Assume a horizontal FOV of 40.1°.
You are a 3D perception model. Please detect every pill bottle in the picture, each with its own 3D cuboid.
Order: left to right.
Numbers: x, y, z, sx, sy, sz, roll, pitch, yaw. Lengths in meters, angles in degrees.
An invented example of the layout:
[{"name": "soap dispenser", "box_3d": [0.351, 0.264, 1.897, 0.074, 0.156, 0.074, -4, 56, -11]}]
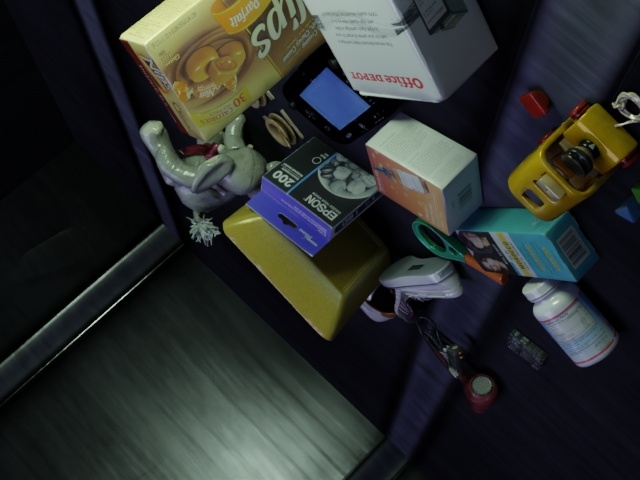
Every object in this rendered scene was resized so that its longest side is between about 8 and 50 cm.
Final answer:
[{"name": "pill bottle", "box_3d": [0.409, 0.124, 1.445, 0.160, 0.087, 0.087, 49, 163, -5]}]

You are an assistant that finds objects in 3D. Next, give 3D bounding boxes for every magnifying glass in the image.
[{"name": "magnifying glass", "box_3d": [0.263, 0.021, 1.677, 0.231, 0.026, 0.092, 32, 158, 39]}]

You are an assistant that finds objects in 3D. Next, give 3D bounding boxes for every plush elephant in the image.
[{"name": "plush elephant", "box_3d": [-0.236, -0.182, 2.099, 0.272, 0.255, 0.330, 7, -117, -51]}]

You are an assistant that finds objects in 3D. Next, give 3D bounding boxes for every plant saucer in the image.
[{"name": "plant saucer", "box_3d": [0.000, 0.000, 1.892, 0.333, 0.333, 0.081, 47, 128, -1]}]

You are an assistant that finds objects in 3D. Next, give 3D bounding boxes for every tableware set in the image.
[{"name": "tableware set", "box_3d": [-0.125, -0.278, 1.913, 0.194, 0.039, 0.128, 51, 163, -15]}]

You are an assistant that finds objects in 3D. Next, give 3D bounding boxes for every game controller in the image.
[{"name": "game controller", "box_3d": [0.031, -0.254, 1.538, 0.166, 0.067, 0.319, 49, 164, -6]}]

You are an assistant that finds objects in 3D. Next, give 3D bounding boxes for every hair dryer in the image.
[{"name": "hair dryer", "box_3d": [0.347, 0.311, 2.106, 0.293, 0.080, 0.223, 61, 175, -24]}]

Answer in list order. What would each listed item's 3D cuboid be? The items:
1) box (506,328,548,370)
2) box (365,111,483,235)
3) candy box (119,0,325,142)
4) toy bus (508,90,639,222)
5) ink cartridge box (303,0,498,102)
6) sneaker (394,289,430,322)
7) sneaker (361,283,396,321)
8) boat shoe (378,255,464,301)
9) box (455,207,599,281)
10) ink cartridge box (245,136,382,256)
[{"name": "box", "box_3d": [0.416, 0.221, 1.770, 0.083, 0.018, 0.067, 40, 162, 23]}, {"name": "box", "box_3d": [0.175, -0.112, 1.469, 0.170, 0.091, 0.130, 35, 160, 34]}, {"name": "candy box", "box_3d": [-0.119, -0.318, 1.314, 0.087, 0.316, 0.183, 27, 154, 47]}, {"name": "toy bus", "box_3d": [0.320, -0.095, 1.124, 0.191, 0.104, 0.202, 28, 155, 47]}, {"name": "ink cartridge box", "box_3d": [0.074, -0.335, 1.144, 0.211, 0.121, 0.289, 22, 151, 55]}, {"name": "sneaker", "box_3d": [0.215, 0.149, 2.019, 0.075, 0.063, 0.170, 43, 159, 33]}, {"name": "sneaker", "box_3d": [0.087, 0.083, 2.142, 0.290, 0.106, 0.123, 38, 161, -9]}, {"name": "boat shoe", "box_3d": [0.208, 0.089, 1.845, 0.084, 0.095, 0.258, 55, 163, -13]}, {"name": "box", "box_3d": [0.326, 0.004, 1.416, 0.100, 0.060, 0.244, 52, 163, -17]}, {"name": "ink cartridge box", "box_3d": [-0.014, -0.094, 1.768, 0.206, 0.208, 0.045, 37, 157, 29]}]
